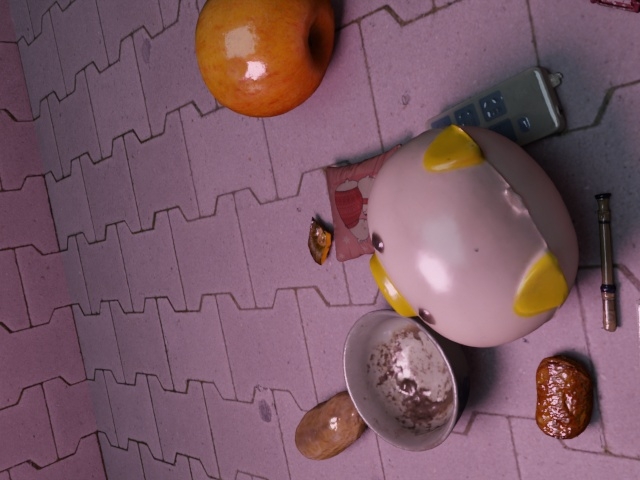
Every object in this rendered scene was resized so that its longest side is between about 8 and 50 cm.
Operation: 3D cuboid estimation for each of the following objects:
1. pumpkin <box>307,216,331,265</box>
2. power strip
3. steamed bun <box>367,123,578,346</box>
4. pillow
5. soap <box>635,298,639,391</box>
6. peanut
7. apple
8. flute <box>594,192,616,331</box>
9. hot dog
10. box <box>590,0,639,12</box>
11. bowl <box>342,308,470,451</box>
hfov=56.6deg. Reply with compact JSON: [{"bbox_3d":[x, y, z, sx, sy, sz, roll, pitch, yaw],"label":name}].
[{"bbox_3d":[-0.001,0.001,1.438,0.073,0.035,0.101,39,128,46],"label":"pumpkin"},{"bbox_3d":[0.311,-0.210,1.074,0.271,0.046,0.117,-21,84,44],"label":"power strip"},{"bbox_3d":[0.245,-0.008,0.993,0.373,0.334,0.334,55,132,9],"label":"steamed bun"},{"bbox_3d":[0.106,-0.075,1.278,0.236,0.084,0.223,-12,88,43],"label":"pillow"},{"bbox_3d":[0.558,0.177,0.907,0.122,0.064,0.183,0,98,47],"label":"soap"},{"bbox_3d":[0.030,0.450,1.446,0.224,0.129,0.129,-41,70,32],"label":"peanut"},{"bbox_3d":[-0.107,-0.420,1.270,0.275,0.299,0.298,-2,98,30],"label":"apple"},{"bbox_3d":[0.474,0.038,0.984,0.027,0.027,0.232,0,99,44],"label":"flute"},{"bbox_3d":[0.427,0.276,1.056,0.099,0.065,0.147,-2,87,45],"label":"hot dog"},{"bbox_3d":[0.439,-0.474,0.804,0.193,0.168,0.293,31,120,34],"label":"box"},{"bbox_3d":[0.197,0.267,1.223,0.289,0.146,0.289,12,107,44],"label":"bowl"}]
